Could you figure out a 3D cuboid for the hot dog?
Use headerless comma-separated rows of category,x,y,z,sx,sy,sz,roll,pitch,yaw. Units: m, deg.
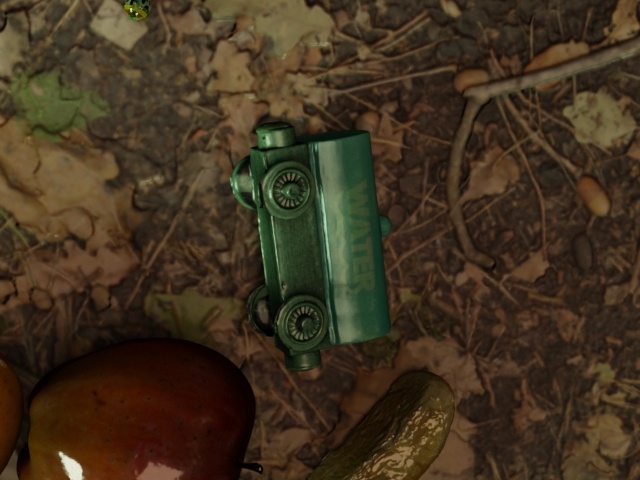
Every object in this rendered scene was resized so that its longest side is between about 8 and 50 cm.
hot dog,0.052,0.239,1.439,0.073,0.084,0.242,45,85,-15

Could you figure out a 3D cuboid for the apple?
apple,-0.165,0.192,1.304,0.234,0.234,0.234,-2,99,-14

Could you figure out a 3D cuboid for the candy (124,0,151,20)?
candy,-0.161,-0.247,1.343,0.023,0.025,0.083,33,80,-44

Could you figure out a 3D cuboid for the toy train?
toy train,0.000,0.000,1.387,0.159,0.101,0.248,-13,104,-25

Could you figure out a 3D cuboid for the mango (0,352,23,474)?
mango,-0.418,0.174,1.280,0.290,0.160,0.191,-29,112,2
